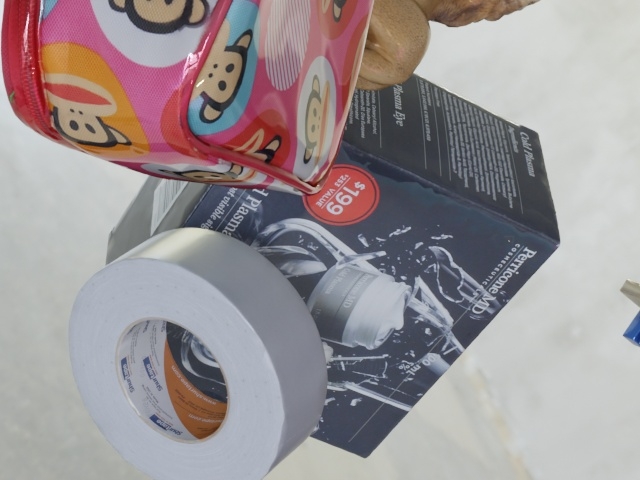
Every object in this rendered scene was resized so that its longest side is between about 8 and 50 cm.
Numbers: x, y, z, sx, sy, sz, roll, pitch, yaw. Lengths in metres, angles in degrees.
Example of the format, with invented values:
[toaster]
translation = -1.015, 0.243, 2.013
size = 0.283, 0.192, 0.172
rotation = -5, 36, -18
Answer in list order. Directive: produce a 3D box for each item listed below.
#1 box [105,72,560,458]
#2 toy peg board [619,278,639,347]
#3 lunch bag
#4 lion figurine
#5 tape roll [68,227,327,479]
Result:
[box]
translation = 0.000, 0.000, 1.478
size = 0.312, 0.343, 0.179
rotation = 23, 37, -20
[toy peg board]
translation = 0.360, 0.125, 1.434
size = 0.160, 0.079, 0.161
rotation = 36, -5, -23
[lunch bag]
translation = -0.031, -0.169, 0.720
size = 0.120, 0.293, 0.258
rotation = 9, -3, 19
[lion figurine]
translation = 0.045, -0.199, 1.139
size = 0.240, 0.142, 0.392
rotation = 43, 45, -10
[tape roll]
translation = -0.105, 0.103, 1.286
size = 0.219, 0.219, 0.072
rotation = 53, 39, 2
